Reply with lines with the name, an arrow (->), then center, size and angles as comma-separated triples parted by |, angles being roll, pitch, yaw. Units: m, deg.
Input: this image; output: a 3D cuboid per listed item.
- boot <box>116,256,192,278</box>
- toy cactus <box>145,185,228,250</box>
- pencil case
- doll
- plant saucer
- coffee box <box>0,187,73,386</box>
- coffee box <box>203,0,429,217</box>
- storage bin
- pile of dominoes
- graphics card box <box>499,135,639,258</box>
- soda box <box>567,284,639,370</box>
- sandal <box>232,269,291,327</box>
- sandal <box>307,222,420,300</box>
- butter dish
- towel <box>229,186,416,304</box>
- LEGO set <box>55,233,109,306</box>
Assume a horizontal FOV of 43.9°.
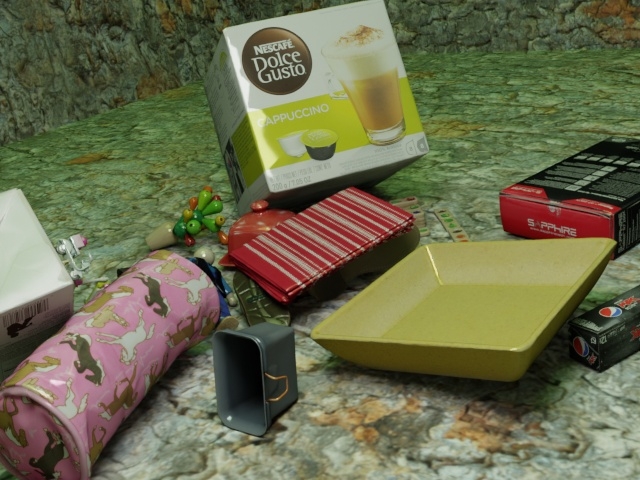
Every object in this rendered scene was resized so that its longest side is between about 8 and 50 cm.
boot -> -0.245, 0.083, 1.397 | 0.161, 0.083, 0.246 | -13, 24, -31
toy cactus -> -0.280, -0.028, 1.685 | 0.181, 0.112, 0.219 | -28, 24, 6
pencil case -> -0.280, 0.164, 1.072 | 0.160, 0.167, 0.386 | -40, 6, 31
doll -> -0.185, 0.079, 1.338 | 0.046, 0.129, 0.189 | -44, 38, 16
plant saucer -> 0.209, 0.098, 1.117 | 0.333, 0.081, 0.333 | -1, 22, 41
coffee box -> -0.438, 0.088, 1.124 | 0.119, 0.297, 0.168 | -24, 68, -29
coffee box -> -0.027, -0.264, 1.663 | 0.338, 0.334, 0.338 | -15, -3, -16
storage bin -> -0.073, 0.172, 1.040 | 0.098, 0.135, 0.091 | 7, 17, 35
pile of dominoes -> 0.174, -0.023, 1.527 | 0.196, 0.040, 0.251 | -10, 21, -2
graphics card box -> 0.539, -0.092, 1.472 | 0.371, 0.094, 0.233 | -26, 28, -33
soda box -> 0.411, 0.111, 1.068 | 0.169, 0.060, 0.053 | -20, 23, -25
sandal -> -0.090, 0.101, 1.320 | 0.090, 0.060, 0.219 | -18, 37, -6
sandal -> 0.060, 0.022, 1.398 | 0.240, 0.088, 0.079 | -30, 28, -25
butter dish -> -0.109, -0.021, 1.533 | 0.160, 0.118, 0.160 | 1, 24, 26
towel -> 0.000, 0.000, 1.345 | 0.275, 0.031, 0.199 | -30, 34, -22
LEGO set -> -0.480, 0.084, 1.457 | 0.107, 0.132, 0.287 | -8, -9, -45
